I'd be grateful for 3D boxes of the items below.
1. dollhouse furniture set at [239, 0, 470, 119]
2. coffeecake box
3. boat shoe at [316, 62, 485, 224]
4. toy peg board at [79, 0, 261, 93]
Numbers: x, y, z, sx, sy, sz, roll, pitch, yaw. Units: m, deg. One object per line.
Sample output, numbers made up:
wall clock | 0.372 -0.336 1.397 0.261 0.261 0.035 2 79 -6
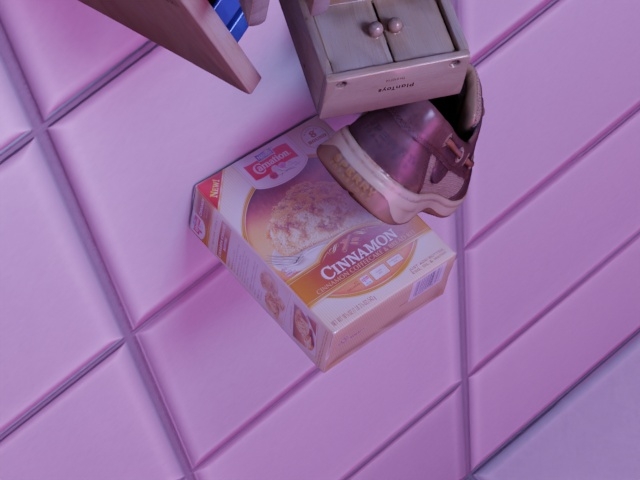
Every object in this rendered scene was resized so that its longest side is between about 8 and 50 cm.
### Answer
dollhouse furniture set | 0.035 -0.213 1.203 0.212 0.161 0.242 -11 152 -14
coffeecake box | 0.000 0.000 1.711 0.142 0.185 0.068 -32 156 -27
boat shoe | 0.096 -0.101 1.708 0.123 0.123 0.342 -48 173 15
toy peg board | -0.107 -0.186 1.247 0.079 0.161 0.161 -58 159 -7
